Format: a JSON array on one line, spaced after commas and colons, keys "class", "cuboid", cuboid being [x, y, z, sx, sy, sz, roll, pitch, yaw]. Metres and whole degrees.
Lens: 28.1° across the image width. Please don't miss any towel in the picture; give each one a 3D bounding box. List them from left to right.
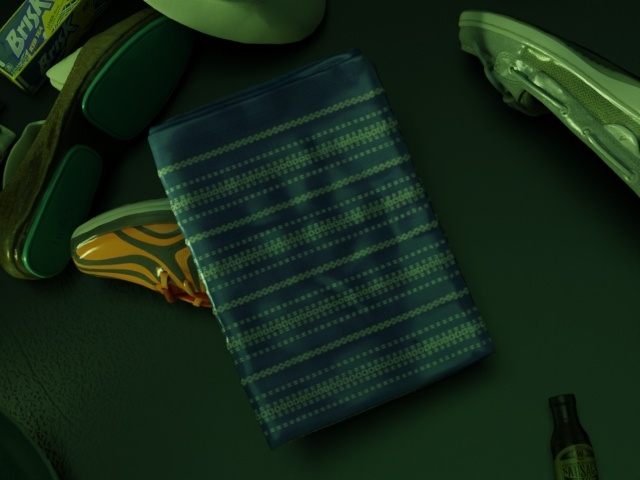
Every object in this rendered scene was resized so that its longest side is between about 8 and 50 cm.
[{"class": "towel", "cuboid": [0.000, 0.000, 1.233, 0.243, 0.040, 0.336, -21, 82, -9]}]

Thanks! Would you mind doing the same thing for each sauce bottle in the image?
[{"class": "sauce bottle", "cuboid": [0.242, 0.212, 1.224, 0.042, 0.042, 0.128, -12, 73, 6]}]

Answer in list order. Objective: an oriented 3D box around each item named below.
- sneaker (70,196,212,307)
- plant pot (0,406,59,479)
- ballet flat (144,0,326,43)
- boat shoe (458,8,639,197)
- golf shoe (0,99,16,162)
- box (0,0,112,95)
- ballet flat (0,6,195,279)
[{"class": "sneaker", "cuboid": [-0.101, 0.056, 1.288, 0.321, 0.124, 0.180, -3, 73, 9]}, {"class": "plant pot", "cuboid": [-0.407, 0.303, 1.211, 0.196, 0.293, 0.293, -30, 69, 28]}, {"class": "ballet flat", "cuboid": [-0.166, -0.320, 1.320, 0.400, 0.139, 0.139, 23, 78, -13]}, {"class": "boat shoe", "cuboid": [0.250, -0.137, 1.267, 0.320, 0.118, 0.103, 37, 107, 32]}, {"class": "golf shoe", "cuboid": [-0.375, -0.097, 1.402, 0.086, 0.069, 0.176, -16, 59, -6]}, {"class": "box", "cuboid": [-0.302, -0.251, 1.450, 0.059, 0.054, 0.169, 36, 84, 18]}, {"class": "ballet flat", "cuboid": [-0.266, -0.121, 1.391, 0.124, 0.116, 0.342, 23, 82, 35]}]
